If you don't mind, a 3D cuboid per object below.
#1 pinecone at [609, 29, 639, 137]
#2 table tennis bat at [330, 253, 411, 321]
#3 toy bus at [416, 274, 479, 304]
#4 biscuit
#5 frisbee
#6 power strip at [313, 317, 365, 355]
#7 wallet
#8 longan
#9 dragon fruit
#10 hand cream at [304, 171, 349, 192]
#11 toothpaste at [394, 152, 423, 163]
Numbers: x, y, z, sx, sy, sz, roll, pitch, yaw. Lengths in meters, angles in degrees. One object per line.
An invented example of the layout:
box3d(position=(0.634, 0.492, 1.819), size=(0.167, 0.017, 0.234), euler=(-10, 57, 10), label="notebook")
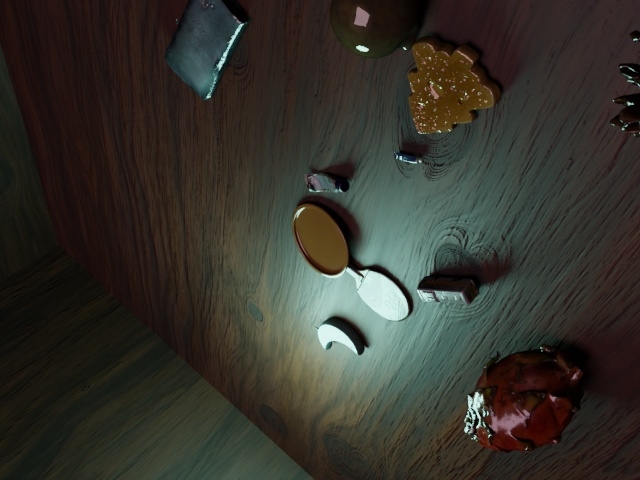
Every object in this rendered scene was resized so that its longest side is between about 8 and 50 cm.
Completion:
box3d(position=(0.553, -0.257, 0.887), size=(0.246, 0.246, 0.292), euler=(23, 125, 34), label="pinecone")
box3d(position=(0.151, 0.132, 1.909), size=(0.301, 0.022, 0.173), euler=(40, 143, 12), label="table tennis bat")
box3d(position=(0.332, 0.129, 1.651), size=(0.172, 0.072, 0.057), euler=(-2, 125, 51), label="toy bus")
box3d(position=(0.263, -0.315, 1.329), size=(0.212, 0.041, 0.239), euler=(38, 145, 7), label="biscuit")
box3d(position=(0.000, 0.000, 1.924), size=(0.250, 0.021, 0.251), euler=(31, 135, 37), label="frisbee")
box3d(position=(0.053, 0.333, 2.193), size=(0.215, 0.044, 0.137), euler=(1, 123, 48), label="power strip")
box3d(position=(-0.328, -0.561, 1.763), size=(0.191, 0.046, 0.379), euler=(48, 146, 0), label="wallet")
box3d(position=(0.120, -0.451, 1.266), size=(0.204, 0.159, 0.184), euler=(26, 146, -35), label="longan")
box3d(position=(0.507, 0.391, 1.559), size=(0.250, 0.250, 0.315), euler=(30, 99, 27), label="dragon fruit")
box3d(position=(0.018, -0.160, 1.770), size=(0.163, 0.039, 0.062), euler=(13, 134, 50), label="hand cream")
box3d(position=(0.213, -0.199, 1.517), size=(0.083, 0.019, 0.027), euler=(18, 159, 40), label="toothpaste")
